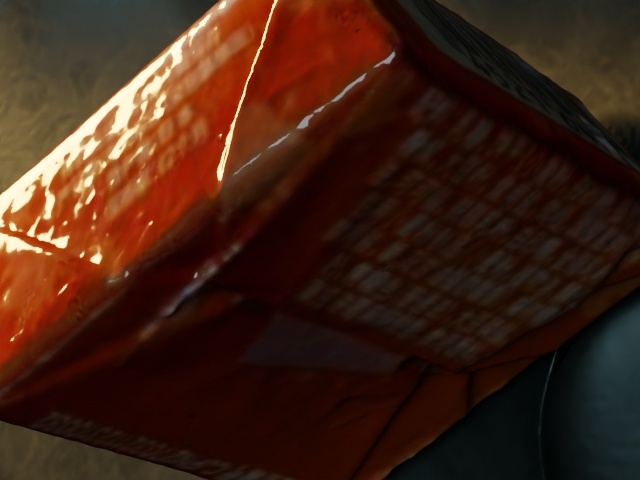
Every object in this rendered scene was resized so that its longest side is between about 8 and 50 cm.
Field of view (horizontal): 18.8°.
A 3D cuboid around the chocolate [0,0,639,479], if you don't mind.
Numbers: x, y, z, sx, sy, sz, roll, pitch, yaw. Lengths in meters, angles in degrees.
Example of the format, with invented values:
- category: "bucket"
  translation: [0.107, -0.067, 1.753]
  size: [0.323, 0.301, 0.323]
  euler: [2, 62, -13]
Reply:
- category: "chocolate"
  translation: [0.000, 0.000, 0.822]
  size: [0.235, 0.237, 0.108]
  euler: [-40, 54, 22]
